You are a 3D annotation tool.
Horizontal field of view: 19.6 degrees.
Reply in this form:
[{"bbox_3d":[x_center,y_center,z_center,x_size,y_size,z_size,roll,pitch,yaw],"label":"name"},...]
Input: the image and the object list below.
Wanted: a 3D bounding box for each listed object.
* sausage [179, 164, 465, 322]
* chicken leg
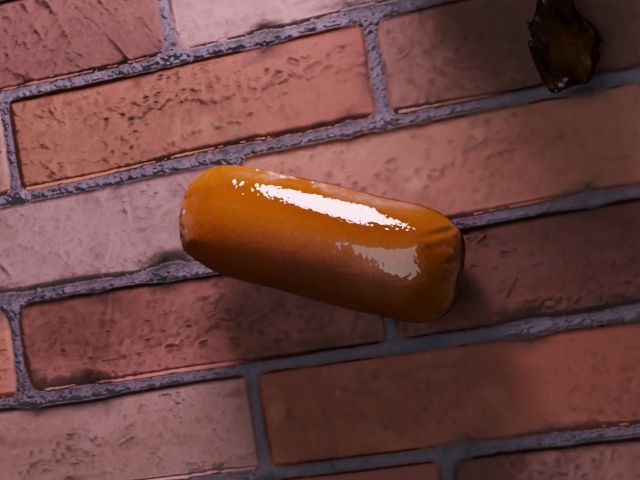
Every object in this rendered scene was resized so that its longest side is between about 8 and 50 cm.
[{"bbox_3d":[0.000,0.001,1.644,0.274,0.105,0.105,13,98,24],"label":"sausage"},{"bbox_3d":[0.177,-0.274,1.549,0.093,0.113,0.304,-6,92,46],"label":"chicken leg"}]
